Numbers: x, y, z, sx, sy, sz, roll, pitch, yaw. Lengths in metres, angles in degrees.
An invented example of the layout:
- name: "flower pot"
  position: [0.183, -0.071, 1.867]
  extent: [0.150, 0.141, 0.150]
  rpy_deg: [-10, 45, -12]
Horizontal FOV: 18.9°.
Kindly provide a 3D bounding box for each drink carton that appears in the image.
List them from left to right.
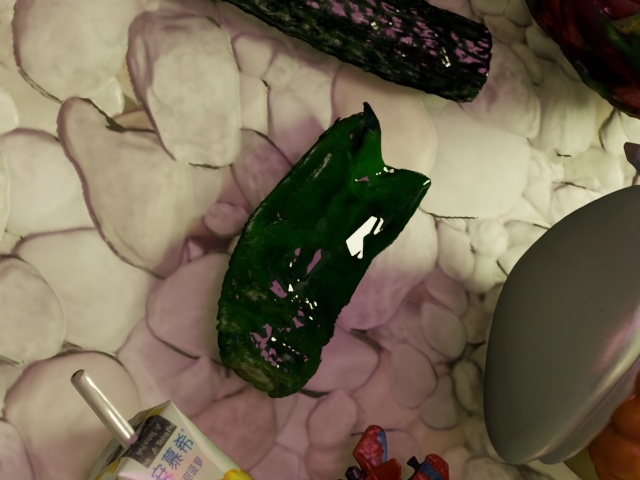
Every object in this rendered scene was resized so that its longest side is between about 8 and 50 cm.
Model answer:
- name: "drink carton"
  position: [-0.089, 0.155, 1.173]
  extent: [0.200, 0.074, 0.084]
  rpy_deg: [44, 57, -11]

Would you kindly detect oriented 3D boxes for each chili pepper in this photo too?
- name: "chili pepper"
  position: [0.001, -0.001, 1.287]
  extent: [0.098, 0.061, 0.224]
  rpy_deg: [36, 61, -9]

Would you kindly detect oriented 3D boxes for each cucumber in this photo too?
- name: "cucumber"
  position: [-0.013, -0.171, 1.331]
  extent: [0.294, 0.067, 0.067]
  rpy_deg: [21, 65, -23]

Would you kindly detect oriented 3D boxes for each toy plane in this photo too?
- name: "toy plane"
  position: [0.065, 0.218, 1.257]
  extent: [0.130, 0.061, 0.189]
  rpy_deg: [-40, 101, -35]

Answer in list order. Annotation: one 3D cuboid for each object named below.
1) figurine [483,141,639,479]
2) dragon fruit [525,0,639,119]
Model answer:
- name: "figurine"
  position: [0.252, 0.131, 1.344]
  extent: [0.382, 0.205, 0.224]
  rpy_deg: [48, 51, -33]
- name: "dragon fruit"
  position: [0.294, -0.228, 1.393]
  extent: [0.329, 0.329, 0.329]
  rpy_deg: [10, 70, -29]
